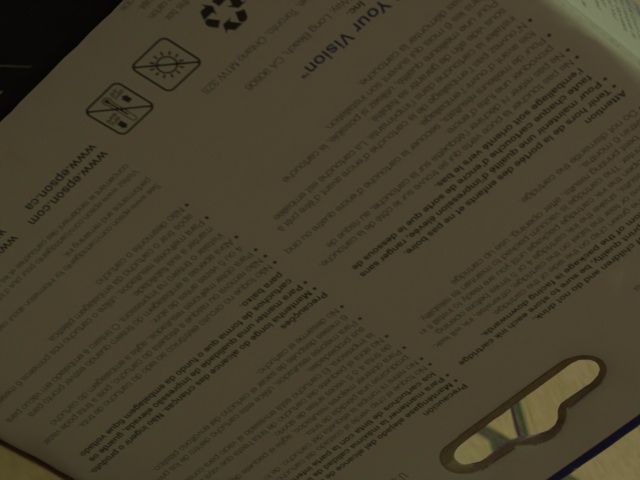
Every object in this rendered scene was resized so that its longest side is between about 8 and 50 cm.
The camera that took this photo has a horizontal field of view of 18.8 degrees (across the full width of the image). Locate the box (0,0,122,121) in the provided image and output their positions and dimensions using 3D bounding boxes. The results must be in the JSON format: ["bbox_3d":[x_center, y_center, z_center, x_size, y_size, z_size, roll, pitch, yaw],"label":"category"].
[{"bbox_3d":[-0.276,-0.115,0.553,0.343,0.312,0.179,57,26,15],"label":"box"}]

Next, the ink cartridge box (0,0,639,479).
[{"bbox_3d":[0.000,0.000,0.820,0.330,0.324,0.071,33,31,-30],"label":"ink cartridge box"}]
